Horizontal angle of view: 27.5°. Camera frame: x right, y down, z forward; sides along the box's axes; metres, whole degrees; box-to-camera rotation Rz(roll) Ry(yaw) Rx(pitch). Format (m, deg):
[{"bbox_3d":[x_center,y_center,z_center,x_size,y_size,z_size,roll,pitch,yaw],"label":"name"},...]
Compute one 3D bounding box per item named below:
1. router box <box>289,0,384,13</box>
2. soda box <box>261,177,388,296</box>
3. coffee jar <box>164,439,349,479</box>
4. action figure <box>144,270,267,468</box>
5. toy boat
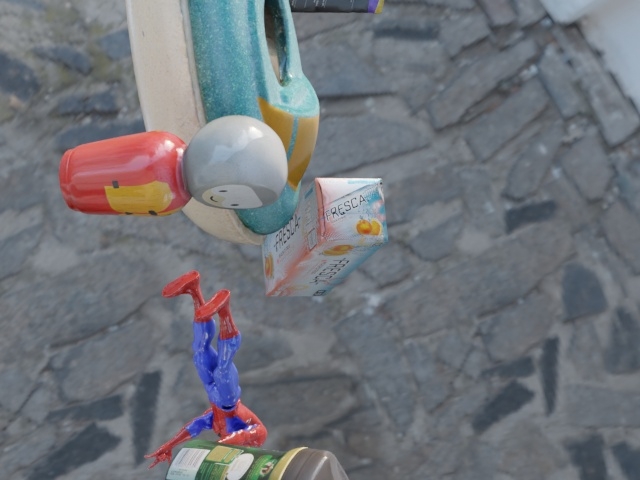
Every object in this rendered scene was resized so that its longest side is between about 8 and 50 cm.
[{"bbox_3d":[-0.091,-0.354,1.475,0.243,0.081,0.309,-4,35,-25],"label":"router box"},{"bbox_3d":[0.000,0.000,1.161,0.063,0.183,0.058,0,73,-18],"label":"soda box"},{"bbox_3d":[-0.056,0.245,1.271,0.079,0.184,0.096,-55,130,-39],"label":"coffee jar"},{"bbox_3d":[-0.141,0.184,1.489,0.139,0.091,0.280,-37,135,-25],"label":"action figure"},{"bbox_3d":[-0.069,-0.096,0.963,0.318,0.148,0.267,-66,148,-62],"label":"toy boat"}]
